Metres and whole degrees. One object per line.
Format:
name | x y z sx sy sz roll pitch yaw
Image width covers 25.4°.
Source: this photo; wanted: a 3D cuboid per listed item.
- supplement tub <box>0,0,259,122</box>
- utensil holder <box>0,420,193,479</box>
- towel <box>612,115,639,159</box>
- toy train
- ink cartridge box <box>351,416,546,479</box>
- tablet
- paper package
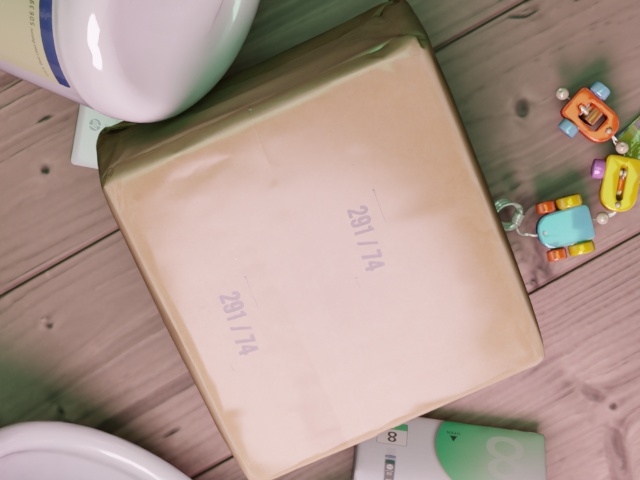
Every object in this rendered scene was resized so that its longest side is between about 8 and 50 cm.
supplement tub | -0.234 -0.255 1.201 0.325 0.235 0.235 24 96 28
utensil holder | -0.263 0.405 1.230 0.327 0.327 0.385 37 108 -2
towel | 0.327 -0.085 1.362 0.060 0.009 0.083 -41 93 3
toy train | 0.241 -0.062 1.351 0.125 0.046 0.166 36 92 1
ink cartridge box | 0.115 0.259 1.297 0.181 0.225 0.056 8 127 0
tablet | -0.209 -0.111 1.374 0.054 0.006 0.083 10 94 1
paper package | 0.000 0.000 1.258 0.309 0.168 0.325 -24 112 4
